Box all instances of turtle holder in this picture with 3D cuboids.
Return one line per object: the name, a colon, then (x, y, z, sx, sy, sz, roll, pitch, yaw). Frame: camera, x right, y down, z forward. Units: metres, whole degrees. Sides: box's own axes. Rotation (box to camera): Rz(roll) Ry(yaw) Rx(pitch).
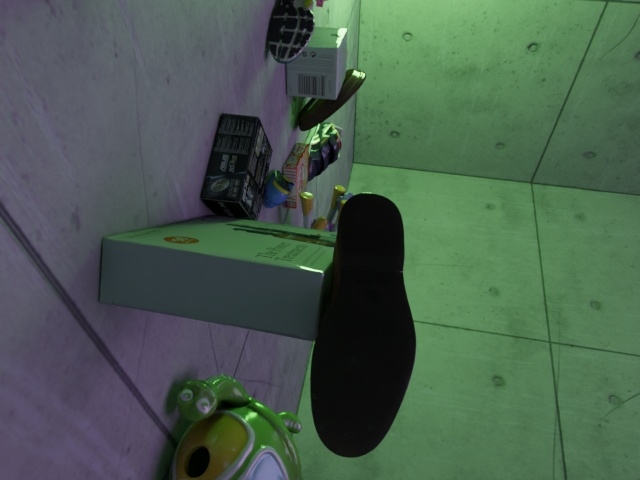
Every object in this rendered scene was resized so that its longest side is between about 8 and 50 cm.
turtle holder: (-0.166, 0.425, 0.949, 0.227, 0.244, 0.320, -31, 140, -58)

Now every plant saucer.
plant saucer: (0.028, -0.463, 1.606, 0.041, 0.278, 0.277, 45, 35, -23)

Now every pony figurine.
pony figurine: (0.000, 0.000, 1.675, 0.351, 0.303, 0.363, -20, 139, -51)

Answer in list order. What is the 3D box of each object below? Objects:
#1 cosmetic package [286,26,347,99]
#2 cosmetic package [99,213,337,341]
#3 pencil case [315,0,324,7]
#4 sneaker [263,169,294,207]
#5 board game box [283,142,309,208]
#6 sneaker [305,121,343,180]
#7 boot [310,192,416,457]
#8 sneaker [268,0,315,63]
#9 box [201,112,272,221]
cosmetic package: (-0.008, -0.526, 1.456, 0.183, 0.151, 0.151, -75, 169, -49)
cosmetic package: (-0.110, 0.034, 0.781, 0.377, 0.285, 0.097, -42, 138, -79)
pencil case: (-0.002, -0.796, 1.435, 0.236, 0.105, 0.104, 59, 39, -76)
sneaker: (-0.124, -0.140, 1.375, 0.082, 0.069, 0.209, -50, -170, 14)
board game box: (-0.080, -0.217, 1.633, 0.193, 0.045, 0.146, -71, 166, -53)
sneaker: (0.009, -0.342, 1.874, 0.126, 0.128, 0.321, 90, 12, -51)
boot: (0.049, 0.101, 0.602, 0.115, 0.113, 0.305, 104, -5, -64)
sneaker: (-0.063, -0.544, 1.248, 0.110, 0.107, 0.275, 104, -2, -64)
box: (-0.162, -0.137, 0.991, 0.147, 0.078, 0.180, 71, 28, -74)
